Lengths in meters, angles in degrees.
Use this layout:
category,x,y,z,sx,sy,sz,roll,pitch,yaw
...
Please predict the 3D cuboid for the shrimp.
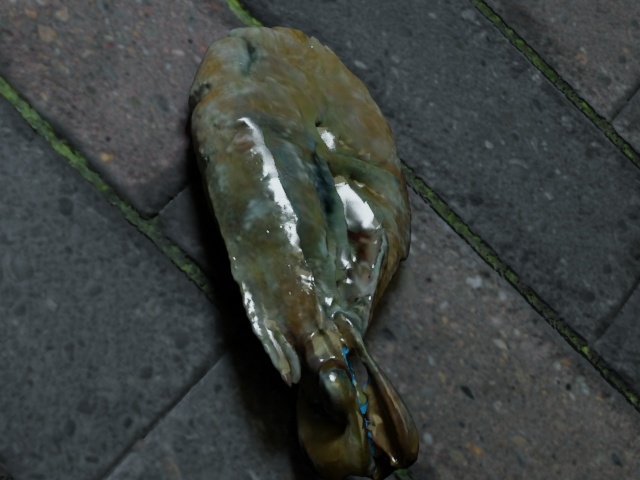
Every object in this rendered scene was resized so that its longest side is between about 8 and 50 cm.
category,x,y,z,sx,sy,sz,roll,pitch,yaw
shrimp,0.000,0.000,1.284,0.221,0.110,0.445,12,54,-34
